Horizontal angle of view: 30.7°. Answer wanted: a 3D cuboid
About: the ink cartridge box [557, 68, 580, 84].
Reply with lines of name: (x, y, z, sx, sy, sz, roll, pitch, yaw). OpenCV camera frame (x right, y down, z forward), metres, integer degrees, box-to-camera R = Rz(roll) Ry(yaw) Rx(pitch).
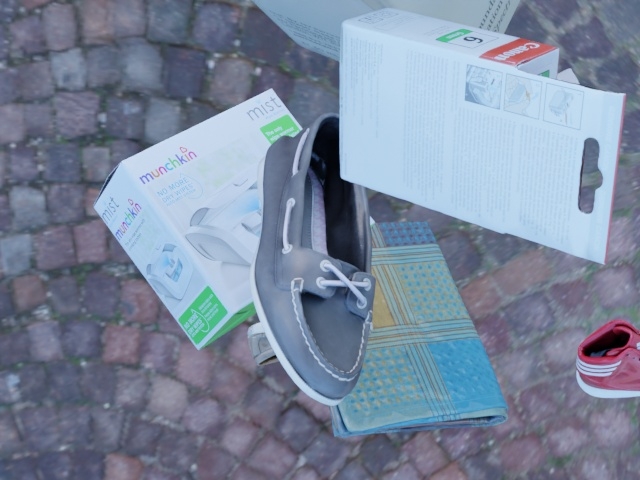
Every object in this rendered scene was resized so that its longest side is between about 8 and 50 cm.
ink cartridge box: (0.184, -0.159, 1.265, 0.180, 0.104, 0.060, -27, 105, 13)

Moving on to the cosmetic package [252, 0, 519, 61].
cosmetic package: (0.006, -0.189, 0.471, 0.113, 0.309, 0.160, 24, 88, 25)

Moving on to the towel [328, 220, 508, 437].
towel: (0.098, 0.120, 1.701, 0.040, 0.271, 0.370, 112, 148, -44)

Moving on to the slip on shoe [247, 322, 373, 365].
slip on shoe: (-0.009, 0.106, 1.227, 0.135, 0.051, 0.041, -1, 64, -19)

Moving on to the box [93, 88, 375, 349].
box: (-0.108, -0.032, 1.477, 0.231, 0.262, 0.127, 54, 142, 7)

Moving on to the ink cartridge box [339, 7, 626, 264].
ink cartridge box: (0.058, -0.039, 0.409, 0.115, 0.029, 0.063, 21, 124, 36)

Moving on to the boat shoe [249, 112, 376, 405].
boat shoe: (0.000, 0.000, 1.113, 0.112, 0.335, 0.095, 28, 124, -30)

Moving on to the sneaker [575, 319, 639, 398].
sneaker: (0.435, 0.154, 1.484, 0.221, 0.128, 0.087, -9, 63, 14)
